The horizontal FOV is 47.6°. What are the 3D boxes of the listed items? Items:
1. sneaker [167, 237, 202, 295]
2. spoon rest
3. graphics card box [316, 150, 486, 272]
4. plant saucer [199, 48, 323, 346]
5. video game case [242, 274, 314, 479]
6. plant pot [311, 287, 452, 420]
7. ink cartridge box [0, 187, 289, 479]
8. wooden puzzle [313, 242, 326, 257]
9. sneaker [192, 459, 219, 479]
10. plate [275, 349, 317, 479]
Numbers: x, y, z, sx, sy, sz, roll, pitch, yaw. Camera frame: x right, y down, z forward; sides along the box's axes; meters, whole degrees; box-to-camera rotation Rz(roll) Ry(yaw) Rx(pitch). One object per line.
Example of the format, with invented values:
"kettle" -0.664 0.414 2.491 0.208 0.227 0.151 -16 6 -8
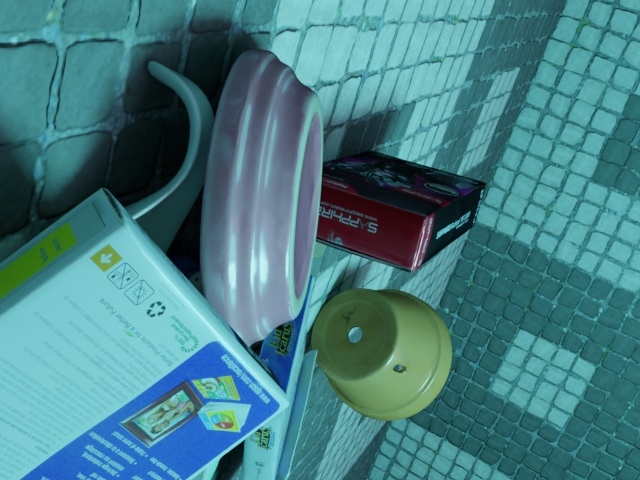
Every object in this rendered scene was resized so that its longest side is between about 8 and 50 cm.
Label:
"sneaker" -0.184 0.084 0.815 0.296 0.112 0.131 -49 149 -58
"spoon rest" -0.174 -0.026 0.696 0.276 0.084 0.137 -66 161 6
"graphics card box" 0.111 -0.062 1.180 0.371 0.233 0.094 -22 127 -62
"plant saucer" -0.052 -0.041 0.811 0.332 0.084 0.332 5 90 -85
"video game case" -0.071 0.229 1.214 0.269 0.061 0.244 -77 176 -45
"plant pot" 0.112 0.227 1.560 0.291 0.291 0.203 -62 146 -6
"ink cartridge box" -0.218 0.152 0.633 0.307 0.072 0.303 -35 136 -4
"wooden puzzle" 0.000 0.000 1.320 0.078 0.014 0.116 -59 162 1
"sneaker" -0.194 0.305 1.115 0.256 0.094 0.151 -67 -173 -32
"plate" -0.085 0.383 1.408 0.277 0.045 0.278 113 -5 -46
